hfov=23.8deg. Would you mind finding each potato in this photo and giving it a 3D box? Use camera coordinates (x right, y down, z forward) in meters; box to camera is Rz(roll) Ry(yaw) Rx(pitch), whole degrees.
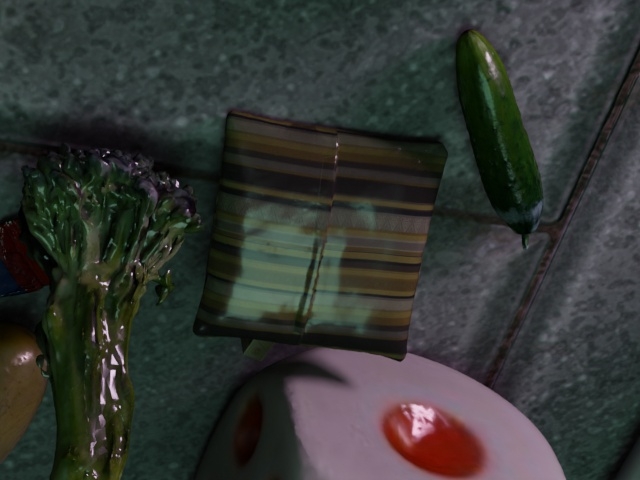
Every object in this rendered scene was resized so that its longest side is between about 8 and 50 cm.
[{"bbox_3d":[-0.340,0.149,1.414,0.194,0.157,0.157,-33,127,-2],"label":"potato"}]

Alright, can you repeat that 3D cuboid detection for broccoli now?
[{"bbox_3d":[-0.188,0.072,1.289,0.165,0.304,0.145,9,165,-23],"label":"broccoli"}]

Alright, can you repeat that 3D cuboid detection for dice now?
[{"bbox_3d":[0.050,0.301,1.517,0.304,0.277,0.304,13,125,-23],"label":"dice"}]

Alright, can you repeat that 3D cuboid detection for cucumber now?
[{"bbox_3d":[0.166,-0.082,1.379,0.056,0.056,0.250,-20,128,5],"label":"cucumber"}]

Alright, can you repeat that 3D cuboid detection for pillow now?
[{"bbox_3d":[0.000,0.000,1.380,0.208,0.052,0.212,7,103,-16],"label":"pillow"}]

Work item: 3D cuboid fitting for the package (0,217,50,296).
[{"bbox_3d":[-0.348,0.043,1.395,0.200,0.022,0.083,-19,128,6],"label":"package"}]

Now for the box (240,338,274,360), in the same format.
[{"bbox_3d":[-0.048,0.068,1.453,0.024,0.053,0.083,24,118,-25],"label":"box"}]

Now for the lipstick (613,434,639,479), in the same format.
[{"bbox_3d":[0.363,0.251,1.672,0.059,0.059,0.264,10,124,-18],"label":"lipstick"}]
